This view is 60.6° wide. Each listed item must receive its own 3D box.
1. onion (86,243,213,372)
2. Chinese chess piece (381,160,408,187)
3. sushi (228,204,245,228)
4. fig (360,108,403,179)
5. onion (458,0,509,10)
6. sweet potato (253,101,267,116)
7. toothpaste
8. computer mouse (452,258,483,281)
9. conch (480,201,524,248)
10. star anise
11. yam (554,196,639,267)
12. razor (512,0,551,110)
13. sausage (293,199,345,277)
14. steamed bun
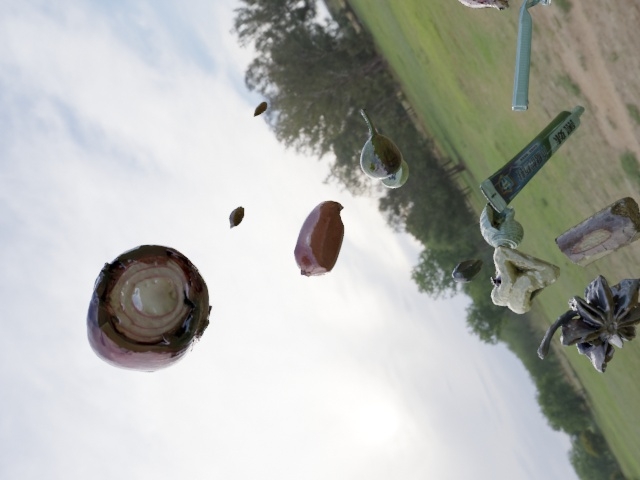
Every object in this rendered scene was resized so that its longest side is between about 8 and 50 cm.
[{"bbox_3d":[-0.444,0.183,1.451,0.341,0.341,0.341,53,-163,-24],"label":"onion"},{"bbox_3d":[0.339,-0.315,2.536,0.059,0.144,0.144,-5,-117,-44],"label":"Chinese chess piece"},{"bbox_3d":[-0.310,-0.090,2.013,0.047,0.099,0.050,15,154,46],"label":"sushi"},{"bbox_3d":[0.182,-0.320,1.778,0.149,0.149,0.245,-14,-95,-74],"label":"fig"},{"bbox_3d":[0.358,-0.565,1.174,0.159,0.160,0.194,38,-147,-53],"label":"onion"},{"bbox_3d":[-0.205,-0.454,1.890,0.034,0.034,0.095,52,-134,-27],"label":"sweet potato"},{"bbox_3d":[0.579,-0.235,1.464,0.098,0.392,0.061,50,167,-14],"label":"toothpaste"},{"bbox_3d":[0.523,0.109,1.914,0.047,0.135,0.079,43,145,48],"label":"computer mouse"},{"bbox_3d":[0.515,-0.037,1.581,0.135,0.102,0.153,26,-144,-20],"label":"conch"},{"bbox_3d":[0.535,0.161,1.072,0.089,0.232,0.209,-119,31,-72],"label":"star anise"},{"bbox_3d":[0.830,-0.019,1.611,0.129,0.238,0.128,-27,-101,-48],"label":"yam"},{"bbox_3d":[0.420,-0.400,1.112,0.111,0.056,0.277,25,-103,-70],"label":"razor"},{"bbox_3d":[0.000,0.000,1.682,0.148,0.148,0.254,44,-126,-44],"label":"sausage"},{"bbox_3d":[0.517,0.108,1.429,0.172,0.155,0.141,23,-174,23],"label":"steamed bun"}]
